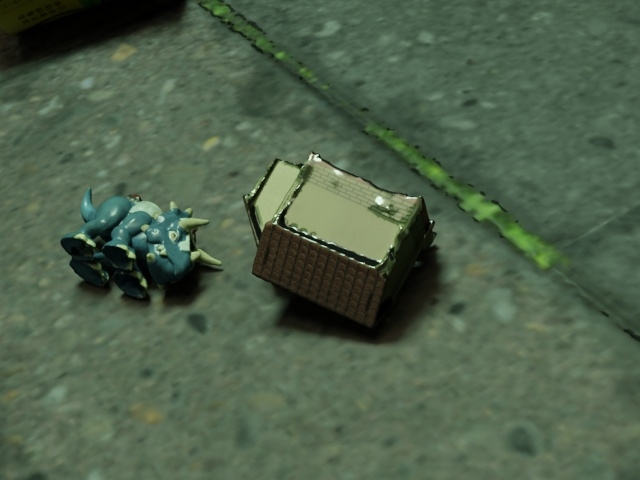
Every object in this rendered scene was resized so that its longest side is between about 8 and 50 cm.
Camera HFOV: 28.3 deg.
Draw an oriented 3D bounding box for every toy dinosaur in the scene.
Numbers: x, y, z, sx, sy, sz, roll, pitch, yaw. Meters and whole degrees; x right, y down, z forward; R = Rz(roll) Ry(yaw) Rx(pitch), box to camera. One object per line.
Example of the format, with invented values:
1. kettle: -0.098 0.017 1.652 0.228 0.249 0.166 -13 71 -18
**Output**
1. toy dinosaur: -0.086 -0.002 0.588 0.083 0.031 0.047 14 45 33

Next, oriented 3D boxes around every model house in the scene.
1. model house: 0.000 0.000 0.543 0.083 0.057 0.058 23 76 16

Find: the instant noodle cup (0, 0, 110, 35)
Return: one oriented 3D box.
1. instant noodle cup: -0.170 -0.206 0.804 0.122 0.151 0.151 -28 37 4
